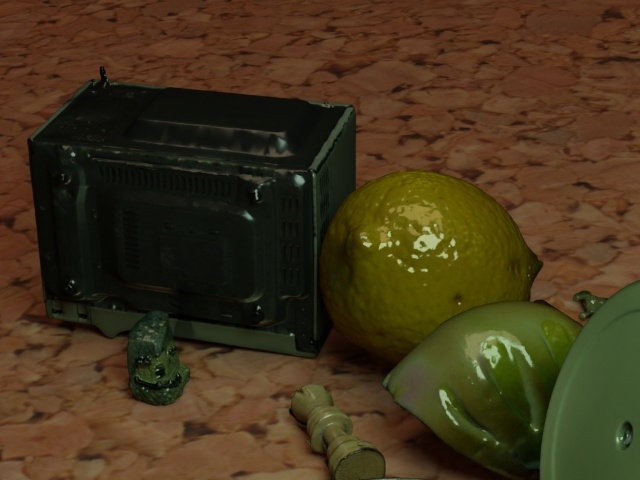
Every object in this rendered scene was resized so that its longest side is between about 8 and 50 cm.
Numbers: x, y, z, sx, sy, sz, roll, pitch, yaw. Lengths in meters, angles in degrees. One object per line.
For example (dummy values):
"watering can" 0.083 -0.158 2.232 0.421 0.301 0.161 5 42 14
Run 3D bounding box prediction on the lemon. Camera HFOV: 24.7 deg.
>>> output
"lemon" 0.112 0.032 1.643 0.254 0.228 0.228 27 11 -32

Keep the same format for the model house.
"model house" -0.186 0.132 1.667 0.066 0.083 0.078 6 28 16

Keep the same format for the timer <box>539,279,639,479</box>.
"timer" 0.402 0.202 1.316 0.315 0.290 0.290 13 22 -19

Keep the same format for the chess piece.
"chess piece" 0.010 0.202 1.541 0.060 0.060 0.172 -13 26 -17

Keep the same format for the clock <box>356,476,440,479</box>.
"clock" 0.063 0.325 1.281 0.319 0.066 0.319 -3 28 2

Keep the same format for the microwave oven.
"microwave oven" -0.151 -0.028 1.768 0.355 0.286 0.218 8 31 14

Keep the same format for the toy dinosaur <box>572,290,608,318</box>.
"toy dinosaur" 0.352 0.081 1.758 0.120 0.029 0.060 14 21 31

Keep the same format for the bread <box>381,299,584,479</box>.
"bread" 0.201 0.146 1.509 0.261 0.156 0.158 -15 28 -19

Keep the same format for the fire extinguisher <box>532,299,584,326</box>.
"fire extinguisher" 0.291 0.116 1.688 0.049 0.035 0.173 -13 25 -24
